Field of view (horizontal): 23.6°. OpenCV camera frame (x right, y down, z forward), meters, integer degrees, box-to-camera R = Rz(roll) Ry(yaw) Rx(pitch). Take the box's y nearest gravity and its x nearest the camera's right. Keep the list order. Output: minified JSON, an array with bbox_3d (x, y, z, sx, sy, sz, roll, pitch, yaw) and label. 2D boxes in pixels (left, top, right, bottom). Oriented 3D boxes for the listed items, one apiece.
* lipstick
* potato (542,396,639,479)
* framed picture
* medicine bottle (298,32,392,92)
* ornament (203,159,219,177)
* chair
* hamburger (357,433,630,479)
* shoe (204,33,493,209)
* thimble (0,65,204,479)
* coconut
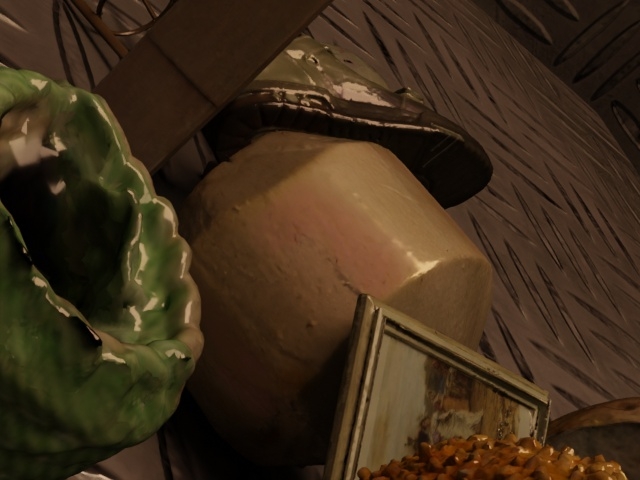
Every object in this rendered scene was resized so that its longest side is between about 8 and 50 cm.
[{"bbox_3d":[-0.050,-0.172,1.120,0.080,0.371,0.076,47,17,-4],"label":"lipstick"},{"bbox_3d":[0.326,0.202,1.511,0.211,0.189,0.264,48,18,0],"label":"potato"},{"bbox_3d":[0.067,0.192,0.941,0.217,0.017,0.274,27,67,-44],"label":"framed picture"},{"bbox_3d":[-0.018,-0.120,1.460,0.143,0.147,0.147,16,36,-56],"label":"medicine bottle"},{"bbox_3d":[0.000,0.000,1.285,0.245,0.061,0.230,27,11,1],"label":"ornament"},{"bbox_3d":[-0.147,-0.187,1.394,0.221,0.104,0.095,58,9,31],"label":"chair"},{"bbox_3d":[0.061,0.225,0.701,0.170,0.302,0.302,44,16,-36],"label":"hamburger"},{"bbox_3d":[0.016,-0.116,1.310,0.293,0.109,0.149,10,43,-39],"label":"shoe"},{"bbox_3d":[-0.165,0.019,0.771,0.219,0.150,0.219,51,19,-26],"label":"thimble"},{"bbox_3d":[0.006,0.048,1.046,0.241,0.241,0.241,42,19,-18],"label":"coconut"}]
